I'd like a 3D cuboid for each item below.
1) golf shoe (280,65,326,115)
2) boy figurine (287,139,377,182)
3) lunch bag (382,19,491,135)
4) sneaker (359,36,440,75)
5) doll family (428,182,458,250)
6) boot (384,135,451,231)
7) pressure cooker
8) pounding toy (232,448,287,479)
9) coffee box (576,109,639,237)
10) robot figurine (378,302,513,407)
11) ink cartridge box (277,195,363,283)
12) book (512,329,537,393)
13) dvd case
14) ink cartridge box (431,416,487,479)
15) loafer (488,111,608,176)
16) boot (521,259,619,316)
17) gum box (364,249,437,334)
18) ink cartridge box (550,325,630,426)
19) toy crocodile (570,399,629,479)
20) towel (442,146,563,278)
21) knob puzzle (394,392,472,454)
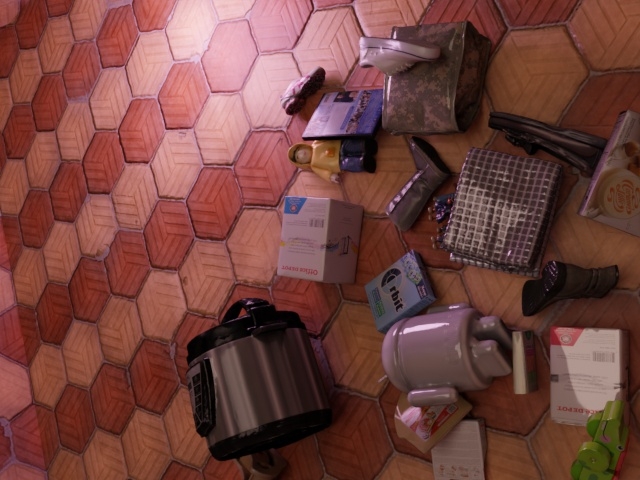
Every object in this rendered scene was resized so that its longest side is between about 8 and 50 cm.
[{"bbox_3d":[-0.062,-0.479,2.187,0.186,0.067,0.086,-42,61,26],"label":"golf shoe"},{"bbox_3d":[0.030,-0.259,2.082,0.285,0.092,0.177,7,90,33],"label":"boy figurine"},{"bbox_3d":[0.296,-0.409,1.850,0.235,0.168,0.287,8,86,39],"label":"lunch bag"},{"bbox_3d":[0.199,-0.463,1.787,0.258,0.094,0.091,24,120,48],"label":"sneaker"},{"bbox_3d":[0.347,-0.062,1.836,0.111,0.076,0.193,-19,71,39],"label":"doll family"},{"bbox_3d":[0.247,-0.156,1.928,0.209,0.076,0.190,-57,40,33],"label":"boot"},{"bbox_3d":[-0.188,0.380,2.016,0.369,0.375,0.421,-23,71,16],"label":"pressure cooker"},{"bbox_3d":[-0.202,0.708,2.116,0.269,0.154,0.155,35,106,34],"label":"pounding toy"},{"bbox_3d":[0.684,-0.146,1.549,0.141,0.098,0.247,23,100,10],"label":"coffee box"},{"bbox_3d":[0.300,0.279,1.755,0.353,0.200,0.300,-15,36,34],"label":"robot figurine"},{"bbox_3d":[0.000,0.000,2.028,0.171,0.168,0.233,6,89,38],"label":"ink cartridge box"},{"bbox_3d":[0.488,0.288,1.679,0.035,0.096,0.144,-7,82,34],"label":"book"},{"bbox_3d":[0.080,-0.364,2.047,0.252,0.022,0.180,5,59,37],"label":"dvd case"},{"bbox_3d":[0.355,0.541,1.795,0.145,0.045,0.180,-8,90,36],"label":"ink cartridge box"},{"bbox_3d":[0.533,-0.236,1.697,0.302,0.109,0.095,23,103,33],"label":"loafer"},{"bbox_3d":[0.571,0.121,1.623,0.161,0.246,0.084,5,65,-5],"label":"boot"},{"bbox_3d":[0.212,0.140,1.905,0.184,0.041,0.157,-39,44,27],"label":"gum box"},{"bbox_3d":[0.608,0.305,1.589,0.158,0.092,0.218,-1,83,36],"label":"ink cartridge box"},{"bbox_3d":[0.595,0.481,1.498,0.105,0.115,0.341,18,123,23],"label":"toy crocodile"},{"bbox_3d":[0.435,-0.069,1.692,0.234,0.121,0.284,14,84,22],"label":"towel"},{"bbox_3d":[0.274,0.445,1.820,0.213,0.030,0.213,-23,35,18],"label":"knob puzzle"}]
